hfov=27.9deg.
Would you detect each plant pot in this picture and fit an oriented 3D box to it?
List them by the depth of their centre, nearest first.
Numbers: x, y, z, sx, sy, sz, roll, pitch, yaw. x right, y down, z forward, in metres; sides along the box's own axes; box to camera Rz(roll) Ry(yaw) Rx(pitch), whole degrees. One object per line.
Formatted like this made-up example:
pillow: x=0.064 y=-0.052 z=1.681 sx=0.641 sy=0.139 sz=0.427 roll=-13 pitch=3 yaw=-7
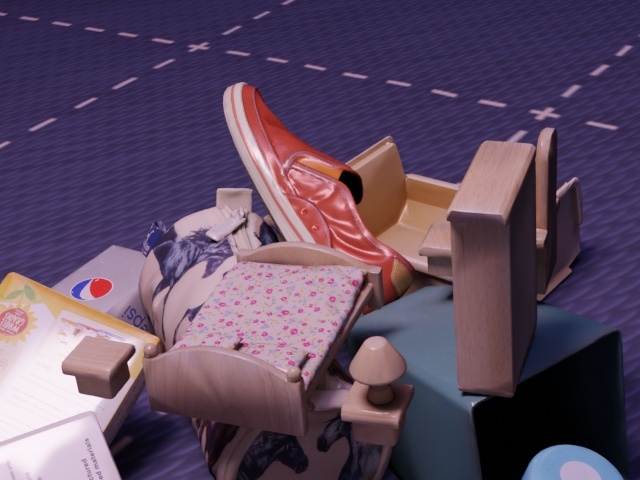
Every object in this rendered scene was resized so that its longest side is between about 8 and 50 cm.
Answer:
plant pot: x=0.134 y=0.142 z=1.177 sx=0.166 sy=0.165 sz=0.234 roll=-24 pitch=29 yaw=-27

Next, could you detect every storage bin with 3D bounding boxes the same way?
storage bin: x=0.125 y=-0.002 z=1.465 sx=0.262 sy=0.123 sz=0.260 roll=16 pitch=37 yaw=36

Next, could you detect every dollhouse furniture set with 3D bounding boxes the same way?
dollhouse furniture set: x=0.000 y=0.000 z=1.083 sx=0.356 sy=0.173 sz=0.303 roll=6 pitch=32 yaw=19

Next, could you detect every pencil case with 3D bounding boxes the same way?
pencil case: x=-0.064 y=0.110 z=1.246 sx=0.160 sy=0.183 sz=0.410 roll=-5 pitch=28 yaw=-18

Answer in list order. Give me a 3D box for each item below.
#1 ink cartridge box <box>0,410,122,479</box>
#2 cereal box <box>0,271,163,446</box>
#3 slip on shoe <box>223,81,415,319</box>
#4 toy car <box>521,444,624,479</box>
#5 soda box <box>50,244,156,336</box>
ink cartridge box: x=-0.287 y=0.258 z=0.994 sx=0.278 sy=0.201 sz=0.117 roll=-18 pitch=66 yaw=-18
cereal box: x=-0.280 y=0.162 z=1.204 sx=0.173 sy=0.047 sz=0.240 roll=24 pitch=62 yaw=12
slip on shoe: x=-0.008 y=-0.047 z=1.340 sx=0.101 sy=0.123 sz=0.331 roll=-31 pitch=56 yaw=-3
toy car: x=0.146 y=0.304 z=0.846 sx=0.210 sy=0.219 sz=0.238 roll=-13 pitch=47 yaw=-30
soda box: x=-0.271 y=0.115 z=1.379 sx=0.098 sy=0.091 sz=0.286 roll=13 pitch=35 yaw=31
